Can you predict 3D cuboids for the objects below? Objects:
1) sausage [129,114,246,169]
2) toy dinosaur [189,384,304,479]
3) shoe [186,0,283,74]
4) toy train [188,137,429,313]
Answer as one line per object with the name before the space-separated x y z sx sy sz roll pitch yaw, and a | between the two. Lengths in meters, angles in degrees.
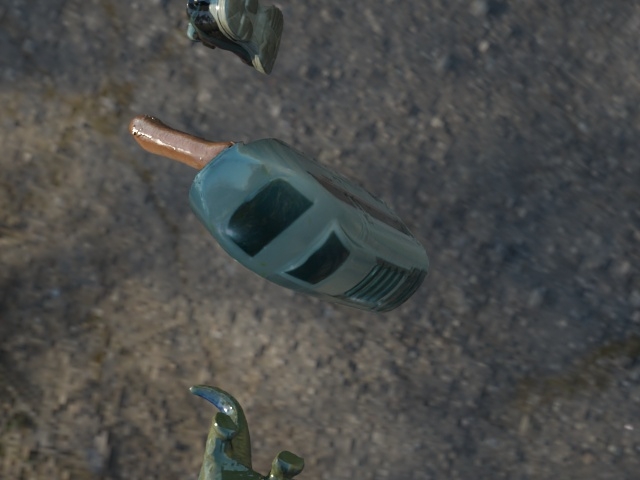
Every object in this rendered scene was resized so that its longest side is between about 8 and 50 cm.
sausage | -0.148 -0.106 1.898 0.186 0.043 0.043 19 89 41
toy dinosaur | -0.081 0.230 1.255 0.188 0.075 0.247 -63 28 21
shoe | -0.107 -0.241 1.894 0.099 0.169 0.071 8 77 21
toy train | 0.000 0.000 1.297 0.086 0.407 0.088 -40 76 8
